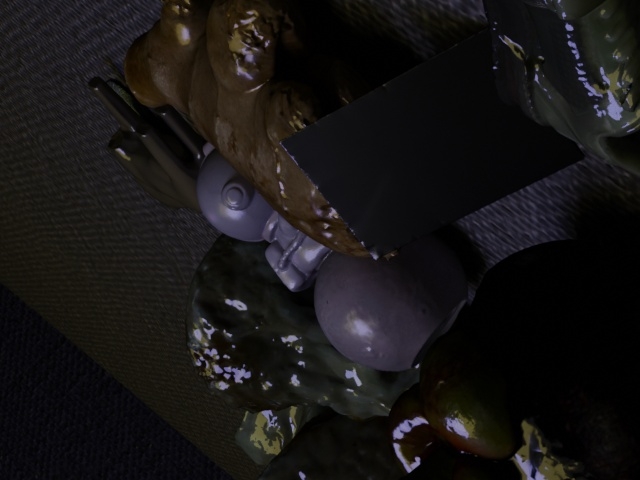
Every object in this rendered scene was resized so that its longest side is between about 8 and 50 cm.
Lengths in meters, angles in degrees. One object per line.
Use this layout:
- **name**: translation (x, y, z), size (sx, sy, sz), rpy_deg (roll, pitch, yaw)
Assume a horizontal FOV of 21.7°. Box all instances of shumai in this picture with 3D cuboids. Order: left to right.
- **shumai**: translation (0.011, 0.092, 1.658), size (0.272, 0.222, 0.203), rpy_deg (2, -165, -33)
- **shumai**: translation (0.047, 0.316, 2.121), size (0.330, 0.292, 0.288), rpy_deg (26, 176, -15)

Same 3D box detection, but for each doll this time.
- **doll**: translation (0.000, 0.000, 1.563), size (0.287, 0.151, 0.151), rpy_deg (38, 163, 10)

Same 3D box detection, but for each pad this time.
- **pad**: translation (0.081, -0.068, 1.233), size (0.190, 0.004, 0.127), rpy_deg (-26, 116, 27)

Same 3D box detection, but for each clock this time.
- **clock**: translation (-0.226, -0.158, 1.984), size (0.083, 0.010, 0.074), rpy_deg (39, 163, 16)

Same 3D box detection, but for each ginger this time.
- **ginger**: translation (-0.068, -0.122, 1.409), size (0.375, 0.166, 0.236), rpy_deg (24, 171, 30)

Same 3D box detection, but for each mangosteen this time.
- **mangosteen**: translation (0.181, 0.146, 1.253), size (0.233, 0.287, 0.287), rpy_deg (34, 162, 17)

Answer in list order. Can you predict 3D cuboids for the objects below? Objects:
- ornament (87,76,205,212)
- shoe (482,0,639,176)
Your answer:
- **ornament**: translation (-0.186, -0.091, 1.949), size (0.230, 0.061, 0.245), rpy_deg (24, 160, 45)
- **shoe**: translation (0.168, -0.134, 0.912), size (0.149, 0.109, 0.293), rpy_deg (33, 164, 23)
